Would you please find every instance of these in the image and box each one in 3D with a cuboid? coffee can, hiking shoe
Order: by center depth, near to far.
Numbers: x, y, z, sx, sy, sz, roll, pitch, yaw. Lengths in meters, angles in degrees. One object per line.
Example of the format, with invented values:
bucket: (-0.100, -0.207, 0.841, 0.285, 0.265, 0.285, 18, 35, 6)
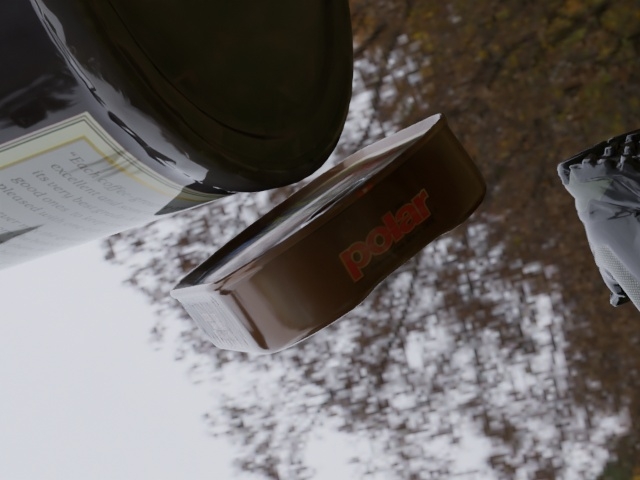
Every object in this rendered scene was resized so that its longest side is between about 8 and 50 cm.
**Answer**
coffee can: (-0.154, -0.080, 0.504, 0.201, 0.275, 0.201, 40, -139, -48)
hiking shoe: (0.207, 0.011, 0.628, 0.086, 0.227, 0.114, -25, -70, -15)

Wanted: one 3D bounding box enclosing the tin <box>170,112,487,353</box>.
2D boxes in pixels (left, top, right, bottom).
tin: (0.000, 0.000, 0.505, 0.106, 0.189, 0.040, -41, -84, -12)
